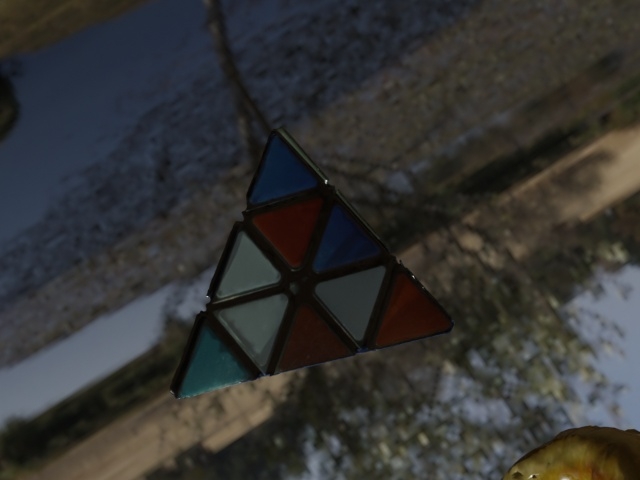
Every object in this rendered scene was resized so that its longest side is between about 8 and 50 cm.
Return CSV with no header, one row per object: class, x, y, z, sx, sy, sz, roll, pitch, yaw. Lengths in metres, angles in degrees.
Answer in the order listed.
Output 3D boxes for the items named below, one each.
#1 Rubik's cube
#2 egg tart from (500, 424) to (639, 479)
Rubik's cube,0.000,0.000,1.521,0.284,0.234,0.250,-16,177,21
egg tart,0.181,0.320,1.059,0.388,0.169,0.388,-47,-152,36
